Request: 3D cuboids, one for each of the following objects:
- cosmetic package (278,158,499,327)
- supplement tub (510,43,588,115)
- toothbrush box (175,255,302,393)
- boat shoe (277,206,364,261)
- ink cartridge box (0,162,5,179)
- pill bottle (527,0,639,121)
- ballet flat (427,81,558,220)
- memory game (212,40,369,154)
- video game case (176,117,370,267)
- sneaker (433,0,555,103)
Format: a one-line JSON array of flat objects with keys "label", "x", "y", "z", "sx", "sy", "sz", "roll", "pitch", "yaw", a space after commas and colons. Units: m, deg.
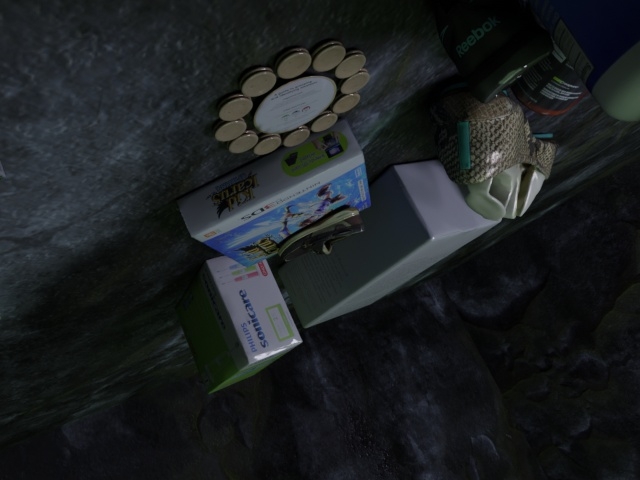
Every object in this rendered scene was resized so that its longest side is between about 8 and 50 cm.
[{"label": "cosmetic package", "x": 0.125, "y": 0.015, "z": 1.134, "sx": 0.230, "sy": 0.161, "sz": 0.453, "roll": -13, "pitch": 161, "yaw": -40}, {"label": "supplement tub", "x": 0.326, "y": -0.249, "z": 0.649, "sx": 0.106, "sy": 0.106, "sz": 0.198, "roll": -21, "pitch": 165, "yaw": -20}, {"label": "toothbrush box", "x": -0.179, "y": 0.170, "z": 1.072, "sx": 0.122, "sy": 0.206, "sz": 0.283, "roll": -16, "pitch": 163, "yaw": -32}, {"label": "boat shoe", "x": 0.000, "y": 0.000, "z": 0.842, "sx": 0.152, "sy": 0.049, "sz": 0.056, "roll": -31, "pitch": 167, "yaw": 22}, {"label": "ink cartridge box", "x": -0.320, "y": -0.046, "z": 0.410, "sx": 0.115, "sy": 0.029, "sz": 0.063, "roll": -26, "pitch": 166, "yaw": -2}, {"label": "pill bottle", "x": 0.257, "y": -0.189, "z": 0.399, "sx": 0.153, "sy": 0.271, "sz": 0.152, "roll": -25, "pitch": 166, "yaw": -7}, {"label": "ballet flat", "x": 0.297, "y": -0.122, "z": 0.889, "sx": 0.164, "sy": 0.181, "sz": 0.483, "roll": 0, "pitch": -179, "yaw": 30}, {"label": "memory game", "x": -0.030, "y": -0.150, "z": 0.578, "sx": 0.186, "sy": 0.012, "sz": 0.186, "roll": -23, "pitch": 166, "yaw": -6}, {"label": "video game case", "x": -0.049, "y": -0.054, "z": 0.794, "sx": 0.245, "sy": 0.061, "sz": 0.269, "roll": -25, "pitch": 166, "yaw": 2}, {"label": "sneaker", "x": 0.187, "y": -0.221, "z": 0.547, "sx": 0.101, "sy": 0.106, "sz": 0.267, "roll": -41, "pitch": 180, "yaw": 31}]
